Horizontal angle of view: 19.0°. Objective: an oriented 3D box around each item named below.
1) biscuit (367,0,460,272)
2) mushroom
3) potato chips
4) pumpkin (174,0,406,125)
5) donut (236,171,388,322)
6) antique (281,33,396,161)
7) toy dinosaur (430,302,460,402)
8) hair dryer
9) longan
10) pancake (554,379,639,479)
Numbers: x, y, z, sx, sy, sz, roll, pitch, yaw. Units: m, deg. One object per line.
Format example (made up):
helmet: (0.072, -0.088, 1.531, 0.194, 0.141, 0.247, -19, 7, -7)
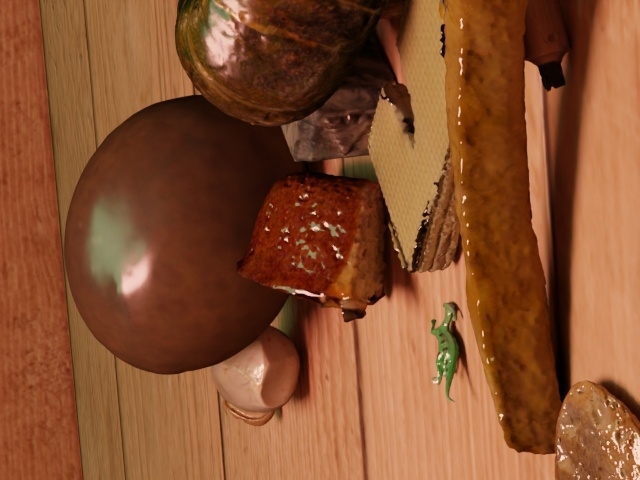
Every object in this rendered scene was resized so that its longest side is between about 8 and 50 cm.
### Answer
biscuit: (0.088, -0.102, 1.511, 0.250, 0.046, 0.147, 102, 157, -49)
mushroom: (-0.070, 0.146, 2.083, 0.097, 0.088, 0.212, 46, 162, 6)
potato chips: (0.123, -0.033, 1.316, 0.080, 0.057, 0.407, -115, 15, -61)
pumpkin: (-0.006, -0.221, 1.553, 0.260, 0.189, 0.260, -164, 90, -76)
donut: (-0.005, -0.001, 1.731, 0.186, 0.144, 0.126, 15, -91, -81)
antique: (0.001, -0.157, 1.716, 0.086, 0.088, 0.183, 100, 157, -48)
toy dinosaur: (0.107, 0.089, 1.569, 0.083, 0.021, 0.062, -122, 42, -58)
hair dryer: (0.135, -0.189, 1.303, 0.117, 0.064, 0.182, 163, 94, -72)
longan: (-0.132, -0.010, 1.942, 0.300, 0.243, 0.300, -55, -3, -4)
pancake: (0.194, 0.170, 1.294, 0.151, 0.025, 0.152, 174, 90, -75)
